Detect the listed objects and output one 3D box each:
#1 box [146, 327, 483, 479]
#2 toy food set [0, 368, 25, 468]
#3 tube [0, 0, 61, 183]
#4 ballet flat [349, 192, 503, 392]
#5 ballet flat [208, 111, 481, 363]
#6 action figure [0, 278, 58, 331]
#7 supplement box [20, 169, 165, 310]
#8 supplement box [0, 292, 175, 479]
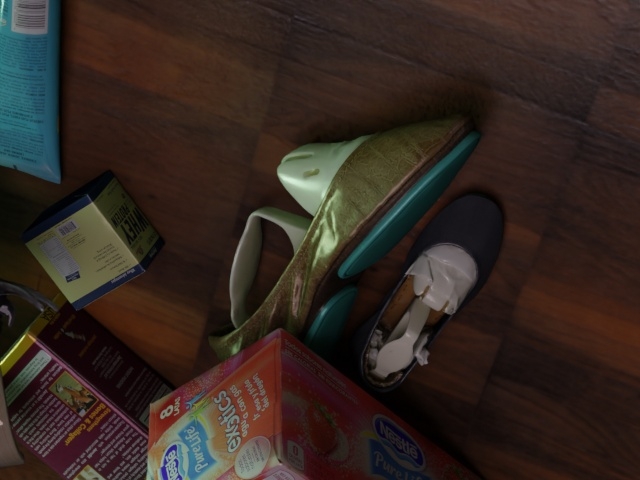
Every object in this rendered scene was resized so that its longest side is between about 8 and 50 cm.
[{"bbox_3d":[0.007,0.228,1.586,0.154,0.142,0.300,-32,129,27],"label":"box"},{"bbox_3d":[-0.390,0.065,1.641,0.219,0.092,0.306,-10,88,-1],"label":"toy food set"},{"bbox_3d":[-0.250,-0.144,1.593,0.080,0.052,0.207,18,124,12],"label":"tube"},{"bbox_3d":[0.088,0.052,1.577,0.074,0.074,0.203,34,119,-2],"label":"ballet flat"},{"bbox_3d":[0.000,0.000,1.569,0.124,0.116,0.342,41,125,14],"label":"ballet flat"},{"bbox_3d":[-0.360,0.055,1.518,0.275,0.164,0.141,-19,94,4],"label":"action figure"},{"bbox_3d":[-0.197,0.000,1.641,0.083,0.056,0.083,-29,105,26],"label":"supplement box"},{"bbox_3d":[-0.205,0.154,1.705,0.188,0.081,0.104,41,120,-6],"label":"supplement box"}]
